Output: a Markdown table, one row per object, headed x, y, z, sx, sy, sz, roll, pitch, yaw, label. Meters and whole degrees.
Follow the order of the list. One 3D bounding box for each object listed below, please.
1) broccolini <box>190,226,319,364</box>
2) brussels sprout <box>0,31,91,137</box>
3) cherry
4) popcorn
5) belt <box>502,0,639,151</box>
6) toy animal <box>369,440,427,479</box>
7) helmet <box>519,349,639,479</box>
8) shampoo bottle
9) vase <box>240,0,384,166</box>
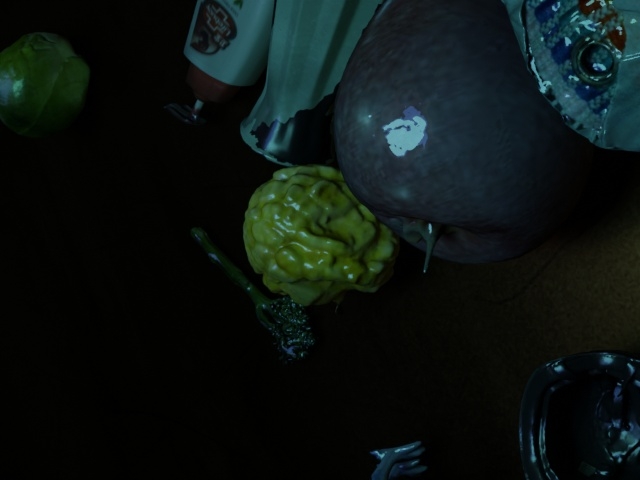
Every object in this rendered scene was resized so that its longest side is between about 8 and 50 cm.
| x | y | z | sx | sy | sz | roll | pitch | yaw | label |
| --- | --- | --- | --- | --- | --- | --- | --- | --- | --- |
| -0.095 | 0.059 | 1.380 | 0.071 | 0.057 | 0.254 | -45 | 58 | -8 | broccolini |
| -0.418 | -0.227 | 1.609 | 0.117 | 0.155 | 0.155 | -12 | 88 | 48 | brussels sprout |
| 0.130 | -0.113 | 0.975 | 0.221 | 0.261 | 0.307 | -2 | 69 | 27 | cherry |
| 0.000 | 0.000 | 1.191 | 0.180 | 0.180 | 0.170 | 20 | 109 | 43 | popcorn |
| 0.249 | -0.200 | 0.864 | 0.150 | 0.207 | 0.257 | -34 | 65 | 47 | belt |
| 0.090 | 0.302 | 1.152 | 0.255 | 0.239 | 0.176 | -11 | 53 | 8 | toy animal |
| 0.271 | 0.168 | 0.978 | 0.177 | 0.107 | 0.153 | 7 | 99 | 26 | helmet |
| -0.117 | -0.250 | 1.336 | 0.153 | 0.071 | 0.284 | 51 | 128 | 30 | shampoo bottle |
| 0.014 | -0.255 | 1.151 | 0.165 | 0.165 | 0.360 | 43 | 130 | 33 | vase |
